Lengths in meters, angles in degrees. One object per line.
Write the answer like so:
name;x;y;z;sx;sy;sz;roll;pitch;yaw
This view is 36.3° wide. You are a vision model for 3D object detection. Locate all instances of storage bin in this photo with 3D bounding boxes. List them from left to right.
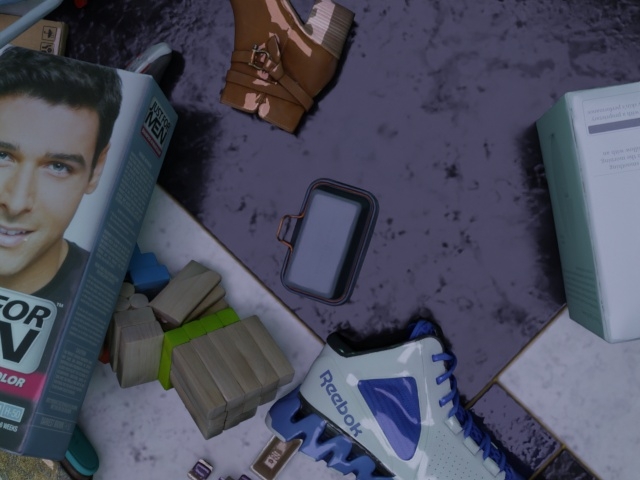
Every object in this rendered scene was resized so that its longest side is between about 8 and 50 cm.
storage bin;0.000;0.000;1.044;0.098;0.091;0.135;19;92;5

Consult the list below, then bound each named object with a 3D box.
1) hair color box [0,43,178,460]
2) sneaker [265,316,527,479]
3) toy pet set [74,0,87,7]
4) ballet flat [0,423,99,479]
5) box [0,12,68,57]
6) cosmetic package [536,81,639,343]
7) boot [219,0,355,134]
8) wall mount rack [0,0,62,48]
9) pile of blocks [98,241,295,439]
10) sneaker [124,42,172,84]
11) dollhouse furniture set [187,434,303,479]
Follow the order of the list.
hair color box;-0.292;0.007;0.959;0.185;0.113;0.374;14;76;10
sneaker;0.116;0.185;1.018;0.316;0.127;0.182;27;96;6
toy pet set;-0.248;-0.342;1.090;0.114;0.065;0.122;-34;84;40
ballet flat;-0.375;0.143;1.072;0.123;0.123;0.348;-30;91;6
box;-0.383;-0.161;1.114;0.165;0.021;0.201;9;92;6
cosmetic package;0.306;-0.030;0.945;0.138;0.224;0.224;-8;90;6
boot;-0.077;-0.219;1.059;0.197;0.073;0.152;28;98;7
wall mount rack;-0.373;-0.275;0.997;0.350;0.130;0.304;-5;71;23
pile of blocks;-0.199;0.091;1.073;0.362;0.149;0.112;32;137;13
sneaker;-0.207;-0.148;1.089;0.065;0.061;0.158;36;96;-23
dollhouse furniture set;-0.082;0.245;1.061;0.091;0.081;0.114;37;94;4
